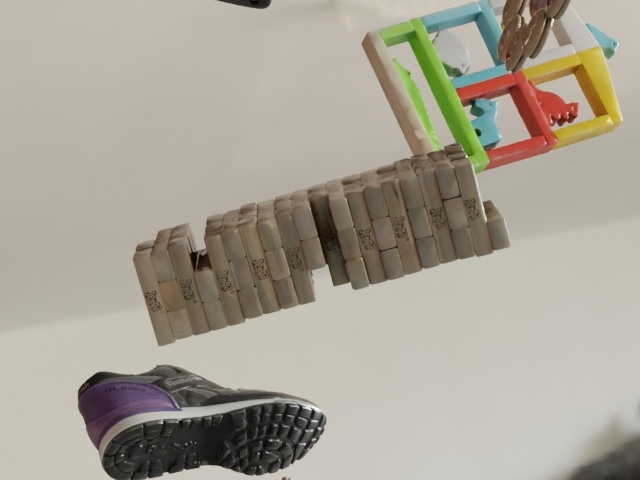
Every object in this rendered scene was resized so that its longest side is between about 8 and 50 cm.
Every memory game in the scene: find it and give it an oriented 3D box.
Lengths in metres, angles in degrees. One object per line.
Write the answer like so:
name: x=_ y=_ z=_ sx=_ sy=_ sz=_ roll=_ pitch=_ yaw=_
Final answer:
memory game: x=0.166 y=-0.206 z=1.209 sx=0.012 sy=0.186 sz=0.186 roll=20 pitch=-22 yaw=-9

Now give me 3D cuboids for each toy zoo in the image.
toy zoo: x=0.214 y=-0.185 z=1.926 sx=0.293 sy=0.192 sz=0.030 roll=-17 pitch=-17 yaw=-21

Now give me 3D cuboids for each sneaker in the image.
sneaker: x=-0.125 y=0.176 z=1.831 sx=0.283 sy=0.124 sz=0.107 roll=4 pitch=-55 yaw=-37

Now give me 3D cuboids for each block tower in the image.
block tower: x=0.000 y=0.000 z=1.582 sx=0.335 sy=0.097 sz=0.091 roll=-15 pitch=14 yaw=2

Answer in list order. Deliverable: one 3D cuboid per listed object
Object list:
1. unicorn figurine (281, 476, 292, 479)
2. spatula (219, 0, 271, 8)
unicorn figurine: x=-0.054 y=0.326 z=1.830 sx=0.060 sy=0.111 sz=0.162 roll=15 pitch=-38 yaw=-3
spatula: x=-0.185 y=-0.309 z=1.945 sx=0.030 sy=0.296 sz=0.084 roll=-46 pitch=-33 yaw=-42
